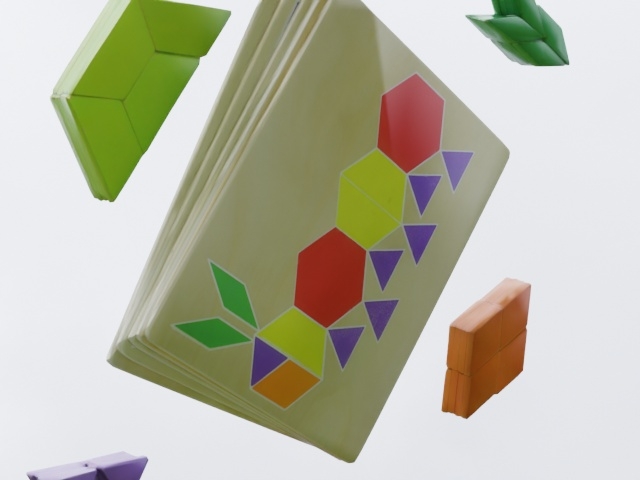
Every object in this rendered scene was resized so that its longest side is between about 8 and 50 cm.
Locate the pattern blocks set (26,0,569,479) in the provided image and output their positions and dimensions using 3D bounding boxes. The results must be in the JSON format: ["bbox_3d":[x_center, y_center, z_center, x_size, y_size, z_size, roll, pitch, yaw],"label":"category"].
[{"bbox_3d":[0.000,0.000,0.548,0.026,0.325,0.285,14,-27,49],"label":"pattern blocks set"}]
